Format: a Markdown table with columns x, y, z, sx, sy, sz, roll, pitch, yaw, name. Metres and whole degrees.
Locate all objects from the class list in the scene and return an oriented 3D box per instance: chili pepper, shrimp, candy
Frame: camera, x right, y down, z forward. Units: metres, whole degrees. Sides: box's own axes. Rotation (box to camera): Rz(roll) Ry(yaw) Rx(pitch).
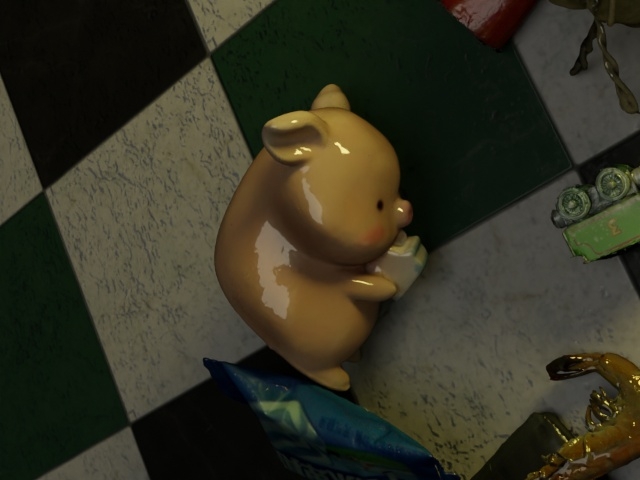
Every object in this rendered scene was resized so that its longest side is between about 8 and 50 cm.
| x | y | z | sx | sy | sz | roll | pitch | yaw | name |
| --- | --- | --- | --- | --- | --- | --- | --- | --- | --- |
| 0.196 | -0.278 | 1.060 | 0.088 | 0.065 | 0.169 | 43 | 111 | 9 | chili pepper |
| 0.237 | 0.175 | 1.033 | 0.178 | 0.034 | 0.124 | -34 | 61 | 10 | shrimp |
| 0.028 | 0.219 | 1.140 | 0.331 | 0.187 | 0.077 | 17 | 62 | 34 | candy |

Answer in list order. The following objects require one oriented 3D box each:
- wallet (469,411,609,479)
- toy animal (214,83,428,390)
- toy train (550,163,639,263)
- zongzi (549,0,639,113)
| x | y | z | sx | sy | sz | roll | pitch | yaw | name |
| --- | --- | --- | --- | --- | --- | --- | --- | --- | --- |
| 0.247 | 0.305 | 1.058 | 0.245 | 0.052 | 0.169 | 54 | 125 | 29 | wallet |
| 0.003 | -0.003 | 1.131 | 0.213 | 0.195 | 0.256 | 32 | 109 | 4 | toy animal |
| 0.308 | -0.045 | 0.989 | 0.202 | 0.060 | 0.081 | -29 | 83 | 33 | toy train |
| 0.393 | -0.341 | 0.830 | 0.466 | 0.218 | 0.500 | 6 | 100 | 28 | zongzi |
